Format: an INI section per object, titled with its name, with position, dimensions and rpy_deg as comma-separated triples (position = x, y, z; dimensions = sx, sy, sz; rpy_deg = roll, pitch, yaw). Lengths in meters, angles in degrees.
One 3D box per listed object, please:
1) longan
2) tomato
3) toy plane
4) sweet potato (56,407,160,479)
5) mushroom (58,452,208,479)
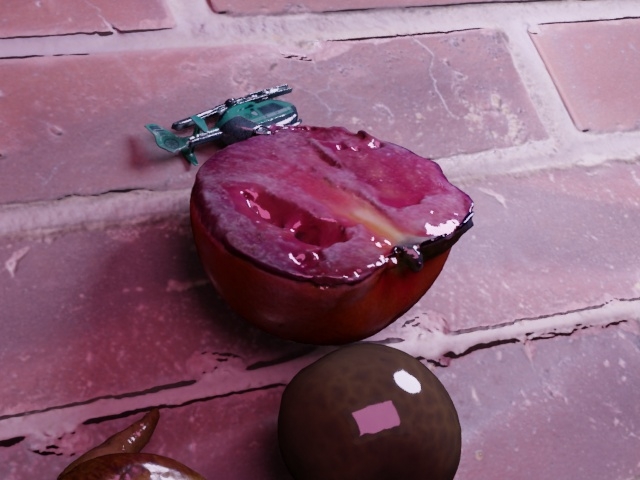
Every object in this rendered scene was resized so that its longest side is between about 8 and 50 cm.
[longan]
position = 0.052, 0.211, 1.689
dimensions = 0.212, 0.198, 0.198
rpy_deg = -3, 60, -21
[tomato]
position = 0.003, 0.001, 1.819
dimensions = 0.335, 0.176, 0.290
rpy_deg = -27, 52, -36
[toy plane]
position = -0.107, -0.145, 1.932
dimensions = 0.235, 0.060, 0.096
rpy_deg = -21, 61, -38
[sweet potato]
position = -0.235, 0.245, 1.604
dimensions = 0.068, 0.068, 0.226
rpy_deg = 33, 49, -2
[mushroom]
position = -0.167, 0.326, 1.485
dimensions = 0.267, 0.254, 0.267
rpy_deg = 45, 24, -27
